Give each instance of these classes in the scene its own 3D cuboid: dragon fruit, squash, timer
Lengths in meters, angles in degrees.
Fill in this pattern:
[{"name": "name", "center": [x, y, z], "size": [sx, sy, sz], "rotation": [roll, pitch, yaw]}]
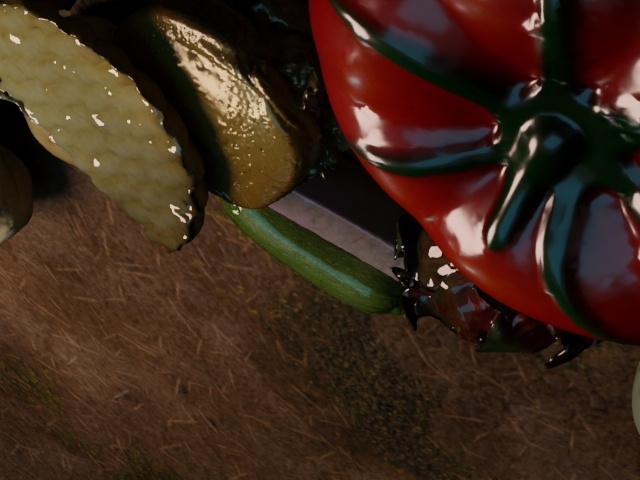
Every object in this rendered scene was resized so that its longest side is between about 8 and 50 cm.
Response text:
[{"name": "dragon fruit", "center": [0.150, 0.007, 1.213], "size": [0.188, 0.182, 0.182], "rotation": [14, 146, 5]}, {"name": "squash", "center": [0.000, 0.000, 1.428], "size": [0.219, 0.068, 0.077], "rotation": [32, 117, 1]}, {"name": "timer", "center": [0.183, -0.127, 0.888], "size": [0.378, 0.279, 0.378], "rotation": [25, 147, 18]}]

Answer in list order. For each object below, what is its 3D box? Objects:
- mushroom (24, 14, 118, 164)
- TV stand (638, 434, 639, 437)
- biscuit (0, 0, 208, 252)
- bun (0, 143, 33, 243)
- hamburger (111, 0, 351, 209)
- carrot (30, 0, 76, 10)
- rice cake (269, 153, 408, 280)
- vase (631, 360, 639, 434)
[{"name": "mushroom", "center": [-0.202, -0.130, 1.392], "size": [0.148, 0.112, 0.148], "rotation": [22, 145, 17]}, {"name": "TV stand", "center": [0.368, 0.145, 1.327], "size": [0.042, 0.036, 0.249], "rotation": [42, 148, -17]}, {"name": "biscuit", "center": [-0.185, -0.110, 1.264], "size": [0.273, 0.036, 0.187], "rotation": [44, 152, -6]}, {"name": "bun", "center": [-0.403, -0.063, 1.619], "size": [0.229, 0.145, 0.229], "rotation": [17, 158, 7]}, {"name": "hamburger", "center": [-0.069, -0.134, 1.259], "size": [0.215, 0.122, 0.189], "rotation": [28, 149, 19]}, {"name": "carrot", "center": [-0.261, -0.299, 1.248], "size": [0.102, 0.102, 0.263], "rotation": [17, 141, 25]}, {"name": "rice cake", "center": [0.052, -0.013, 1.369], "size": [0.365, 0.072, 0.056], "rotation": [30, 147, 1]}, {"name": "vase", "center": [0.328, 0.078, 1.195], "size": [0.128, 0.128, 0.248], "rotation": [29, 139, 8]}]
